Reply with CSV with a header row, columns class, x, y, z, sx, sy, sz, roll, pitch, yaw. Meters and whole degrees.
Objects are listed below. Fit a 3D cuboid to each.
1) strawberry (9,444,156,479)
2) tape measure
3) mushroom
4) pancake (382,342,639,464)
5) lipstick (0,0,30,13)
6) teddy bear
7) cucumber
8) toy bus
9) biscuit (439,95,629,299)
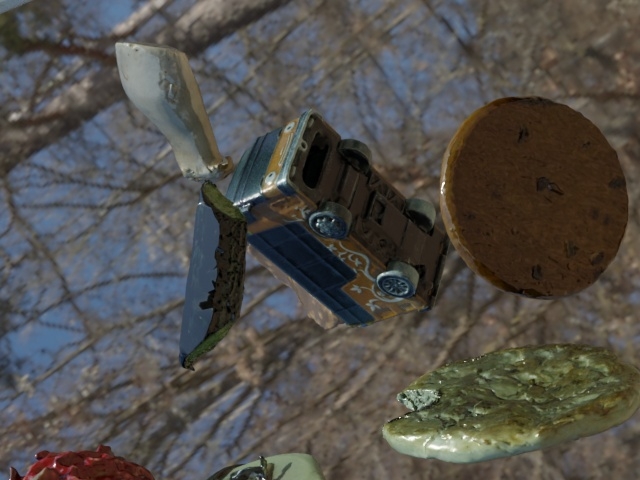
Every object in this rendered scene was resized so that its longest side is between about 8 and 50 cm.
class,x,y,z,sx,sy,sz,roll,pitch,yaw
strawberry,-0.148,0.277,1.017,0.244,0.205,0.205,13,-129,-19
tape measure,-0.101,0.351,1.619,0.207,0.235,0.115,-128,20,-74
mushroom,-0.195,-0.171,1.673,0.093,0.116,0.225,-33,-57,-27
pancake,0.178,0.147,1.163,0.254,0.254,0.037,-26,-73,-54
lipstick,-0.437,-0.369,1.836,0.059,0.264,0.059,38,-136,-50
teddy bear,0.007,0.002,2.245,0.223,0.296,0.246,-32,-56,-22
cucumber,-0.119,0.047,1.407,0.046,0.070,0.220,-9,-72,-56
toy bus,0.018,-0.021,1.601,0.275,0.167,0.138,41,-132,-29
biscuit,0.211,-0.042,1.258,0.212,0.036,0.212,3,-98,-20
